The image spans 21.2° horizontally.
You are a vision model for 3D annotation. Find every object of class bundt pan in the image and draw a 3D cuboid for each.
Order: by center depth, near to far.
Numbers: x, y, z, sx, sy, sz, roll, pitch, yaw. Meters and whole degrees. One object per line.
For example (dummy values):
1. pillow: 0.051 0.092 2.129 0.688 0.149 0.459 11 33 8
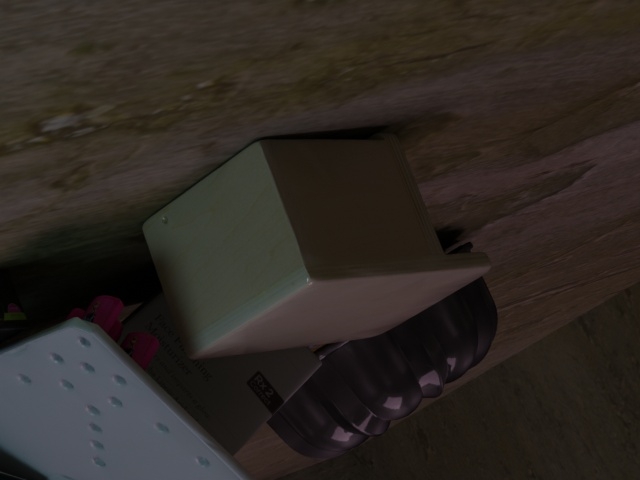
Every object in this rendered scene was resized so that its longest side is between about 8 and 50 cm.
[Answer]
1. bundt pan: 0.074 0.142 1.999 0.331 0.124 0.331 -35 180 0

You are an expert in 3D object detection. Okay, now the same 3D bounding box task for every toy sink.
1. toy sink: 0.000 0.000 1.391 0.234 0.131 0.153 -4 158 -47

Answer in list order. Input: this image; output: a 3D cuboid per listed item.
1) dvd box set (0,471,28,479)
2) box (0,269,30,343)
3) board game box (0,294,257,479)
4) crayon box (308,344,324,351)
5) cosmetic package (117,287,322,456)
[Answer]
1. dvd box set: -0.453 0.266 1.506 0.307 0.062 0.420 20 147 -24
2. box: -0.279 0.063 1.315 0.083 0.052 0.062 -29 168 24
3. board game box: -0.173 0.228 1.463 0.390 0.390 0.050 -22 -151 44
4. crayon box: -0.089 0.106 1.813 0.165 0.081 0.278 -13 165 -42
5. cosmetic package: -0.131 0.131 1.543 0.184 0.151 0.151 -44 -175 -41
